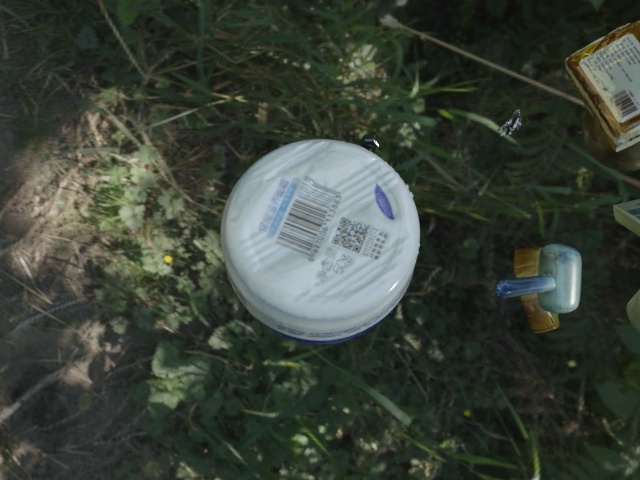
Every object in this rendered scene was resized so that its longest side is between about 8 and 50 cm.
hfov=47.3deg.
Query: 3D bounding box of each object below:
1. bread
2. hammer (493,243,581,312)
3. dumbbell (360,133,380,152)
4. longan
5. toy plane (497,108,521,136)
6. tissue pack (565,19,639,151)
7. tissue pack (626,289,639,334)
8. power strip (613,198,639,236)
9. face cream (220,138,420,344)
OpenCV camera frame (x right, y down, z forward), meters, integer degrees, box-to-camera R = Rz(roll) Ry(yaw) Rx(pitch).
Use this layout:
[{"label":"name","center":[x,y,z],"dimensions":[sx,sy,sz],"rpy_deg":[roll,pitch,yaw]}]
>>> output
[{"label":"bread","center":[0.588,0.131,1.985],"dimensions":[0.236,0.070,0.236],"rpy_deg":[44,38,-48]},{"label":"hammer","center":[0.346,0.067,1.179],"dimensions":[0.194,0.069,0.116],"rpy_deg":[-5,99,-35]},{"label":"dumbbell","center":[0.097,-0.173,1.444],"dimensions":[0.040,0.036,0.083],"rpy_deg":[43,36,-35]},{"label":"longan","center":[0.819,-0.308,1.940],"dimensions":[0.258,0.258,0.258],"rpy_deg":[-10,106,-38]},{"label":"toy plane","center":[0.479,-0.292,1.821],"dimensions":[0.079,0.031,0.083],"rpy_deg":[-17,152,-29]},{"label":"tissue pack","center":[0.642,-0.325,1.519],"dimensions":[0.183,0.226,0.092],"rpy_deg":[-27,151,10]},{"label":"tissue pack","center":[0.530,0.110,0.891],"dimensions":[0.194,0.266,0.356],"rpy_deg":[-47,159,7]},{"label":"power strip","center":[0.717,-0.032,1.519],"dimensions":[0.106,0.367,0.043],"rpy_deg":[-14,105,5]},{"label":"face cream","center":[0.000,0.000,0.765],"dimensions":[0.206,0.206,0.111],"rpy_deg":[-54,171,-17]}]
